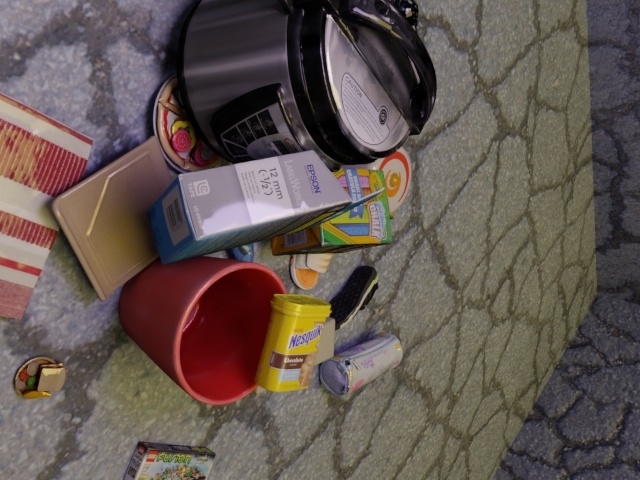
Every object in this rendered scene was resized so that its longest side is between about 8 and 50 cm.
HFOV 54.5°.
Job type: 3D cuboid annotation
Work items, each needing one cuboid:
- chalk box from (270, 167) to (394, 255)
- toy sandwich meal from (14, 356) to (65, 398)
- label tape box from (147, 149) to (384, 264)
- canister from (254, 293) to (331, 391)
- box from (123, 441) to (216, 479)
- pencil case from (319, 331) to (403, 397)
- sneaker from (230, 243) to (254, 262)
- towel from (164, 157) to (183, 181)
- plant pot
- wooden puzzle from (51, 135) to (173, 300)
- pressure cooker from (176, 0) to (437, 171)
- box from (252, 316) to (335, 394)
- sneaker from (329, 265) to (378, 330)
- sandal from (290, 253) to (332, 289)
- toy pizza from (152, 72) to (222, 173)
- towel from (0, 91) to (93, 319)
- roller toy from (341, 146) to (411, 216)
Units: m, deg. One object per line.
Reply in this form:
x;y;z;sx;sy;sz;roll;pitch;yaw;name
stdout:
0.043;-0.066;1.435;0.289;0.180;0.179;-2;84;-43;chalk box
-0.490;0.244;1.088;0.086;0.029;0.085;-20;117;-45;toy sandwich meal
-0.101;-0.065;1.092;0.348;0.249;0.115;-17;87;-28;label tape box
-0.053;0.193;1.172;0.126;0.073;0.169;8;98;-52;canister
-0.331;0.508;1.360;0.207;0.036;0.114;29;80;-50;box
0.120;0.347;1.775;0.273;0.113;0.124;-13;130;-48;pencil case
-0.185;-0.018;1.347;0.082;0.069;0.209;-4;118;-15;sneaker
-0.302;-0.091;1.210;0.113;0.023;0.151;-36;130;-34;towel
-0.236;0.146;1.187;0.275;0.243;0.274;-19;116;-46;plant pot
-0.350;-0.042;1.113;0.238;0.044;0.220;-47;141;-36;wooden puzzle
-0.005;-0.318;1.132;0.370;0.421;0.375;-27;114;-51;pressure cooker
-0.087;0.266;1.521;0.275;0.094;0.113;-15;114;-47;box
0.100;0.174;1.718;0.234;0.084;0.097;-50;136;-27;sneaker
-0.007;-0.001;1.539;0.102;0.076;0.265;-2;104;-49;sandal
-0.238;-0.226;1.203;0.201;0.032;0.201;-11;103;-54;toy pizza
-0.514;-0.056;0.957;0.237;0.037;0.328;29;79;-50;towel
0.139;-0.162;1.600;0.191;0.146;0.209;7;97;-50;roller toy
